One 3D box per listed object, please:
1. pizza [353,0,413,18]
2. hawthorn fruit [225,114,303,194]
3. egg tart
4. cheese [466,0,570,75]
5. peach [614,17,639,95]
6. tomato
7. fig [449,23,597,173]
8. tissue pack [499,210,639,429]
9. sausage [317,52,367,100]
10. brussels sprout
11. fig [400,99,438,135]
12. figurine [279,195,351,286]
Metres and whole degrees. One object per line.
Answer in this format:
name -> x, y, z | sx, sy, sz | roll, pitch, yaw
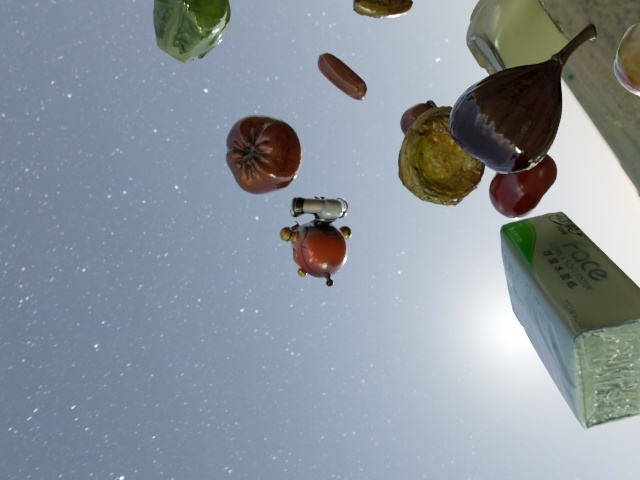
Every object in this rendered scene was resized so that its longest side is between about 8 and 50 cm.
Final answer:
pizza -> 0.142, -0.675, 1.229 | 0.188, 0.062, 0.199 | -18, -108, -29
hawthorn fruit -> -0.177, -0.295, 1.624 | 0.277, 0.277, 0.298 | 59, -151, 6
egg tart -> 0.356, -0.243, 1.375 | 0.291, 0.291, 0.107 | 47, 180, -13
cheese -> 0.500, -0.533, 1.172 | 0.266, 0.233, 0.127 | 32, -158, -38
peach -> 0.725, -0.391, 0.988 | 0.184, 0.184, 0.184 | 33, -142, -31
tomato -> 0.538, -0.155, 1.254 | 0.136, 0.195, 0.195 | 35, -149, 10
fig -> 0.421, -0.301, 0.951 | 0.216, 0.321, 0.217 | 29, -158, -13
tissue pack -> 0.604, 0.172, 1.113 | 0.405, 0.205, 0.332 | -94, -15, -56
sausage -> 0.068, -0.512, 1.461 | 0.194, 0.077, 0.077 | 40, -148, 4
brussels sprout -> -0.392, -0.662, 1.394 | 0.219, 0.271, 0.210 | 41, -154, 1
fig -> 0.459, -0.524, 2.071 | 0.205, 0.205, 0.205 | 33, -142, -31
figurine -> 0.003, -0.001, 1.758 | 0.319, 0.196, 0.324 | -3, -79, -32
